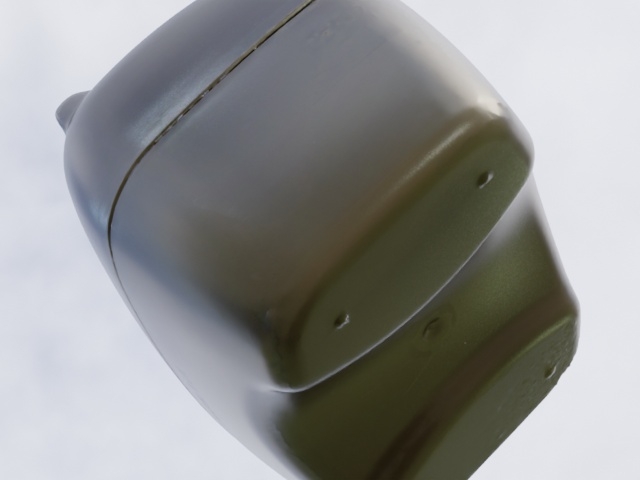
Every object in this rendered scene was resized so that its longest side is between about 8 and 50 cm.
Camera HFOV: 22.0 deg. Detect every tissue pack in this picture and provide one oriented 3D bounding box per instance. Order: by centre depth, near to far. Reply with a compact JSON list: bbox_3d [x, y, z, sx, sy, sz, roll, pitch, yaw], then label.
[{"bbox_3d":[0.000,0.000,1.118,0.267,0.277,0.387,-42,-33,-9],"label":"tissue pack"}]
